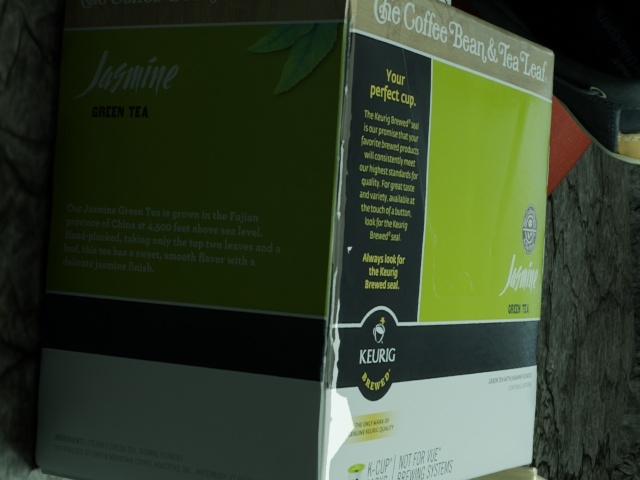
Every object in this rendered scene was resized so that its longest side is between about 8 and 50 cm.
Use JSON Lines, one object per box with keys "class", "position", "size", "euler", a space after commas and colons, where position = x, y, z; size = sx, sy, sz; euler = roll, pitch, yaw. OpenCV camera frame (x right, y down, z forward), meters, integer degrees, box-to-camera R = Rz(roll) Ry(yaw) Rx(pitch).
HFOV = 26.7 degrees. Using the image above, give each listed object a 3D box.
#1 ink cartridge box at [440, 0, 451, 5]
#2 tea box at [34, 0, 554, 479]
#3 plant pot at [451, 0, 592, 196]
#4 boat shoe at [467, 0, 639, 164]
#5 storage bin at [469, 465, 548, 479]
{"class": "ink cartridge box", "position": [0.034, -0.278, 1.148], "size": [0.065, 0.165, 0.332], "euler": [32, 61, -67]}
{"class": "tea box", "position": [0.000, 0.000, 0.934], "size": [0.329, 0.220, 0.323], "euler": [6, 89, -60]}
{"class": "plant pot", "position": [0.154, -0.175, 1.396], "size": [0.235, 0.267, 0.267], "euler": [-67, 154, -19]}
{"class": "boat shoe", "position": [0.178, -0.282, 1.204], "size": [0.500, 0.187, 0.156], "euler": [56, 6, 23]}
{"class": "storage bin", "position": [0.091, 0.265, 1.243], "size": [0.262, 0.260, 0.123], "euler": [37, 59, -67]}
